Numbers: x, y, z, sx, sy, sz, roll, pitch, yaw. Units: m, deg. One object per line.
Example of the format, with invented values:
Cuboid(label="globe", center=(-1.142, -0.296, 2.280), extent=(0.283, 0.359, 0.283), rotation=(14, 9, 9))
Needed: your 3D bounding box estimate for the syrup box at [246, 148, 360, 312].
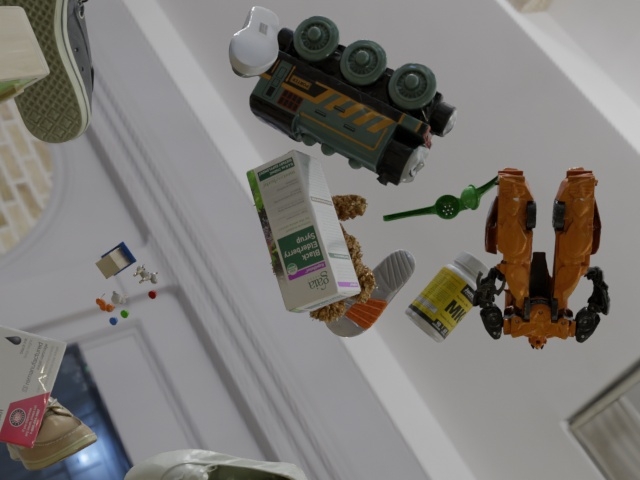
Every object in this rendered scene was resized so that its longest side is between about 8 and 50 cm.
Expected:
Cuboid(label="syrup box", center=(-0.027, -0.012, 1.230), extent=(0.093, 0.096, 0.237), rotation=(-22, -104, 22))

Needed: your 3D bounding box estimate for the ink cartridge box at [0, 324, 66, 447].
Cuboid(label="ink cartridge box", center=(-0.547, 0.214, 1.227), extent=(0.100, 0.237, 0.172), rotation=(-25, -132, 65))

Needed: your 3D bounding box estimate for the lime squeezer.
Cuboid(label="lime squeezer", center=(0.289, -0.092, 1.679), extent=(0.310, 0.110, 0.059), rotation=(-20, -125, 38))

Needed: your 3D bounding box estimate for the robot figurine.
Cuboid(label="robot figurine", center=(0.347, 0.033, 1.222), extent=(0.211, 0.085, 0.291), rotation=(2, -68, 11))

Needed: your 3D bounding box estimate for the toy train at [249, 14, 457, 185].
Cuboid(label="toy train", center=(0.047, -0.222, 1.260), extent=(0.334, 0.190, 0.142), rotation=(30, -3, 13))

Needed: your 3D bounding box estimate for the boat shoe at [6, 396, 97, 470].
Cuboid(label="boat shoe", center=(-0.489, 0.331, 1.369), extent=(0.302, 0.109, 0.098), rotation=(-13, -83, 52))

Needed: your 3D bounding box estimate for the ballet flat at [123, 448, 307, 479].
Cuboid(label="ballet flat", center=(-0.208, 0.516, 1.634), extent=(0.139, 0.400, 0.139), rotation=(-173, -90, -75))

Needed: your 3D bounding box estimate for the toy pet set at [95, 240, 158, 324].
Cuboid(label="toy pet set", center=(-0.341, 0.067, 1.367), extent=(0.122, 0.065, 0.114), rotation=(-30, -83, 27))

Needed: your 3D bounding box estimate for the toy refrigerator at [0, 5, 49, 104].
Cuboid(label="toy refrigerator", center=(-0.462, -0.182, 0.936), extent=(0.269, 0.102, 0.094), rotation=(-18, -83, 29))

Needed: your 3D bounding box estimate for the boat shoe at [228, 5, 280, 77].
Cuboid(label="boat shoe", center=(-0.071, -0.200, 0.817), extent=(0.040, 0.049, 0.142), rotation=(-56, -166, 34))

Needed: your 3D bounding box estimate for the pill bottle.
Cuboid(label="pill bottle", center=(0.310, 0.133, 1.868), extent=(0.119, 0.208, 0.119), rotation=(41, -3, 3))

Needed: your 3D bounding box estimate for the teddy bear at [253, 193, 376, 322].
Cuboid(label="teddy bear", center=(0.000, 0.000, 1.559), extent=(0.113, 0.245, 0.338), rotation=(-172, -109, -68))

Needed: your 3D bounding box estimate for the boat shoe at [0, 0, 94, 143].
Cuboid(label="boat shoe", center=(-0.539, -0.434, 1.477), extent=(0.156, 0.186, 0.500), rotation=(-95, 180, -57))

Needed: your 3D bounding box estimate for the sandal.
Cuboid(label="sandal", center=(0.126, 0.132, 1.865), extent=(0.102, 0.265, 0.076), rotation=(47, -7, 7))
